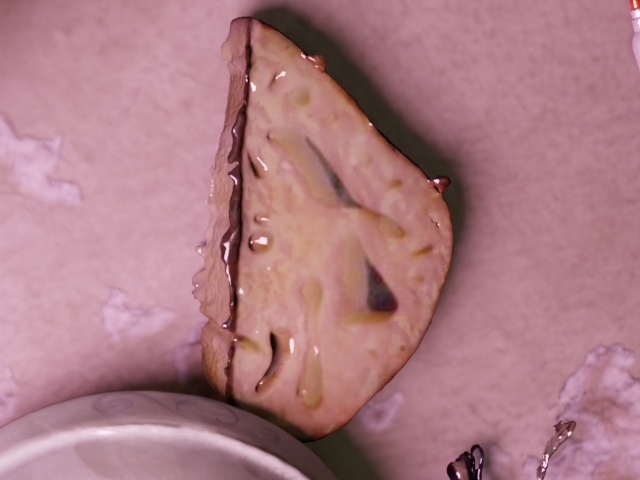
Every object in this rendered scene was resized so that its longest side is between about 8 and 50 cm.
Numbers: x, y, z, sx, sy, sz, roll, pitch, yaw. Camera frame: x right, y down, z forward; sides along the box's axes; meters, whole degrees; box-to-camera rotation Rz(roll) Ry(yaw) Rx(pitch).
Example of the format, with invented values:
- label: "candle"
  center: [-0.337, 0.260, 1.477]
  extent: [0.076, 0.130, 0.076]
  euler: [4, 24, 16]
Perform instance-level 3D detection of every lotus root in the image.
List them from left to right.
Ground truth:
- label: "lotus root"
  center: [0.000, 0.000, 0.878]
  extent: [0.170, 0.074, 0.261]
  euler: [10, 92, -17]

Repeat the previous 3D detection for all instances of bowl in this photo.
- label: "bowl"
  center: [-0.108, 0.253, 0.799]
  extent: [0.307, 0.163, 0.307]
  euler: [-2, 108, -7]

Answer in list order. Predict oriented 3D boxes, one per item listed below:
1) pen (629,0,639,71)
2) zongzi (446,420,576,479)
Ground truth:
- label: "pen"
  center: [0.255, -0.072, 0.963]
  extent: [0.026, 0.026, 0.218]
  euler: [-23, 102, -12]
- label: "zongzi"
  center: [0.209, 0.393, 0.940]
  extent: [0.447, 0.181, 0.418]
  euler: [30, 99, -14]
